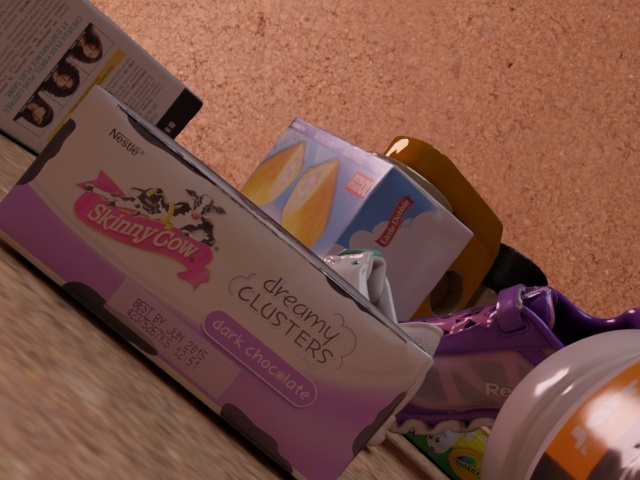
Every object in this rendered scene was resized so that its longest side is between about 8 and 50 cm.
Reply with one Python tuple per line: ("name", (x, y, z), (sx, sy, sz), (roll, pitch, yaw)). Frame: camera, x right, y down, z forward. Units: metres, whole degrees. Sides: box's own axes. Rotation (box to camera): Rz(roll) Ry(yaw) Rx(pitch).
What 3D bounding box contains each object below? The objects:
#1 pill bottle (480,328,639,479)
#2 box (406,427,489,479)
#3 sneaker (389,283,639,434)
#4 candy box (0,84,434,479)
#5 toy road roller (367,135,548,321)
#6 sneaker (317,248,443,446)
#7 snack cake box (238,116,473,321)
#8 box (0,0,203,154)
("pill bottle", (0.152, 0.119, 0.358), (0.162, 0.162, 0.278), (39, 0, -12))
("box", (0.095, 0.149, 0.918), (0.179, 0.043, 0.105), (42, 2, 35))
("sneaker", (0.113, 0.072, 0.734), (0.236, 0.105, 0.095), (9, 31, 13))
("candy box", (-0.040, 0.020, 0.511), (0.165, 0.070, 0.196), (40, 0, 1))
("toy road roller", (0.070, 0.036, 1.274), (0.240, 0.203, 0.329), (22, -18, 47))
("sneaker", (-0.003, 0.035, 0.717), (0.212, 0.094, 0.080), (39, 1, 41))
("snack cake box", (0.000, 0.000, 0.931), (0.089, 0.152, 0.264), (39, 0, -22))
("box", (-0.181, -0.115, 0.747), (0.060, 0.100, 0.244), (39, -1, 29))
